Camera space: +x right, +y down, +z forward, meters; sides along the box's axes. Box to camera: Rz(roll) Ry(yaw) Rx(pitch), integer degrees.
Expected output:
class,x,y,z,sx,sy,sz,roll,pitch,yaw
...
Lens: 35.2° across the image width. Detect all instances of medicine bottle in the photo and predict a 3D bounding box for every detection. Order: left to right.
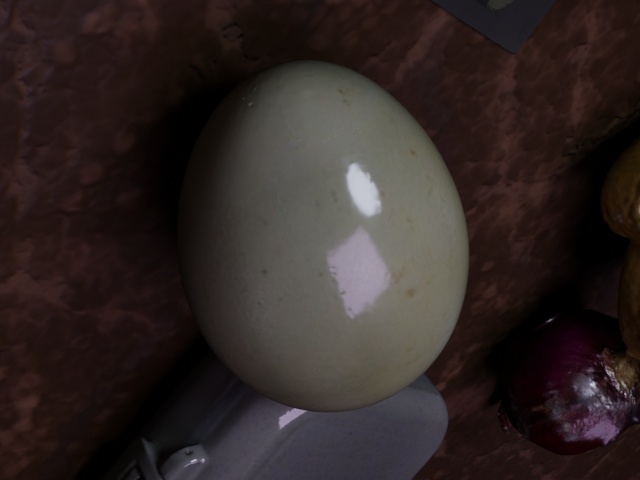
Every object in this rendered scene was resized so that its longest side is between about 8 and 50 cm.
class,x,y,z,sx,sy,sz,roll,pitch,yaw
medicine bottle,-0.071,0.233,0.880,0.375,0.123,0.282,-50,142,16

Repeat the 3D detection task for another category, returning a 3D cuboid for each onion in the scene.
class,x,y,z,sx,sy,sz,roll,pitch,yaw
onion,0.245,0.144,1.056,0.173,0.135,0.198,-25,-177,-43

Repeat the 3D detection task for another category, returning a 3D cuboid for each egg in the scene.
class,x,y,z,sx,sy,sz,roll,pitch,yaw
egg,0.000,0.000,0.652,0.189,0.188,0.253,-27,134,-13

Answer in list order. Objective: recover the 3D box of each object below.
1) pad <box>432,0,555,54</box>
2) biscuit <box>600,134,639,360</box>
class,x,y,z,sx,sy,sz,roll,pitch,yaw
pad,0.123,-0.210,0.688,0.190,0.004,0.127,17,117,-47
biscuit,0.369,-0.039,0.930,0.287,0.057,0.343,11,102,-41
